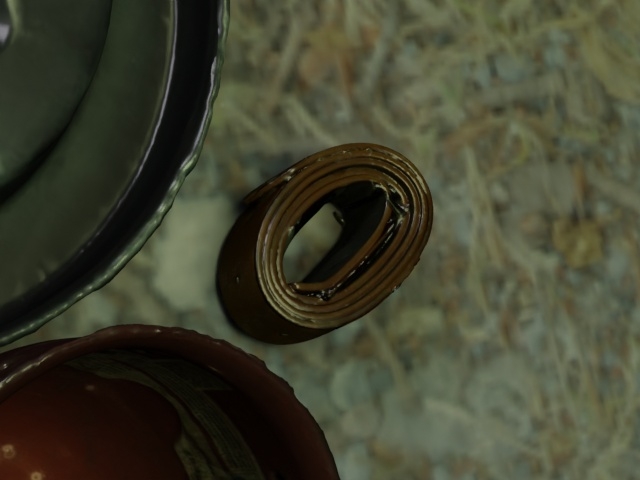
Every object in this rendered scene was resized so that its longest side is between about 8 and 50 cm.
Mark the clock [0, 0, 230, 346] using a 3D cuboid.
[{"bbox_3d":[-0.158,-0.094,0.602,0.281,0.055,0.280,8,75,-32],"label":"clock"}]

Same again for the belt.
[{"bbox_3d":[0.000,0.000,0.701,0.083,0.036,0.059,-43,98,-33],"label":"belt"}]

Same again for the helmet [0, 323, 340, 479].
[{"bbox_3d":[-0.086,0.105,0.578,0.155,0.106,0.175,39,71,-32],"label":"helmet"}]
